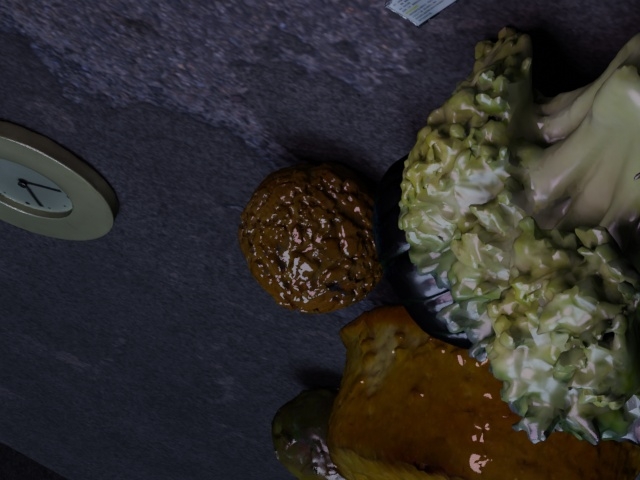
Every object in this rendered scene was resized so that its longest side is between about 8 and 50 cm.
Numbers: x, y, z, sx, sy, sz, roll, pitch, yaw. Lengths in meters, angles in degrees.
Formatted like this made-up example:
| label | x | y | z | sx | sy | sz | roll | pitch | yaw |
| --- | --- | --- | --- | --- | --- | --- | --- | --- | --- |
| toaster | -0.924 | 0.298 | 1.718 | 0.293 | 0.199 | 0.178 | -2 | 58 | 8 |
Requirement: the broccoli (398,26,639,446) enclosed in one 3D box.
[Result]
| label | x | y | z | sx | sy | sz | roll | pitch | yaw |
| --- | --- | --- | --- | --- | --- | --- | --- | --- | --- |
| broccoli | 0.229 | -0.034 | 1.124 | 0.293 | 0.348 | 0.281 | -17 | 153 | -19 |

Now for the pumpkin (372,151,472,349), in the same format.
| label | x | y | z | sx | sy | sz | roll | pitch | yaw |
| --- | --- | --- | --- | --- | --- | --- | --- | --- | --- |
| pumpkin | 0.120 | 0.005 | 1.346 | 0.194 | 0.150 | 0.194 | 54 | 170 | 14 |

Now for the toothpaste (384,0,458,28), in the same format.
| label | x | y | z | sx | sy | sz | roll | pitch | yaw |
| --- | --- | --- | --- | --- | --- | --- | --- | --- | --- |
| toothpaste | 0.104 | -0.204 | 1.085 | 0.034 | 0.046 | 0.164 | 28 | 156 | -19 |

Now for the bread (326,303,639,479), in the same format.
| label | x | y | z | sx | sy | sz | roll | pitch | yaw |
| --- | --- | --- | --- | --- | --- | --- | --- | --- | --- |
| bread | 0.168 | 0.212 | 1.645 | 0.358 | 0.204 | 0.337 | 5 | 148 | 47 |

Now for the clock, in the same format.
| label | x | y | z | sx | sy | sz | roll | pitch | yaw |
| --- | --- | --- | --- | --- | --- | --- | --- | --- | --- |
| clock | -0.346 | -0.072 | 1.775 | 0.235 | 0.029 | 0.235 | 17 | 155 | 8 |

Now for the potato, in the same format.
| label | x | y | z | sx | sy | sz | roll | pitch | yaw |
| --- | --- | --- | --- | --- | --- | --- | --- | --- | --- |
| potato | 0.067 | 0.305 | 2.051 | 0.298 | 0.141 | 0.176 | 32 | -167 | -7 |

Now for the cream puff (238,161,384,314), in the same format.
| label | x | y | z | sx | sy | sz | roll | pitch | yaw |
| --- | --- | --- | --- | --- | --- | --- | --- | --- | --- |
| cream puff | 0.000 | 0.000 | 1.476 | 0.165 | 0.150 | 0.115 | 16 | -166 | -28 |
